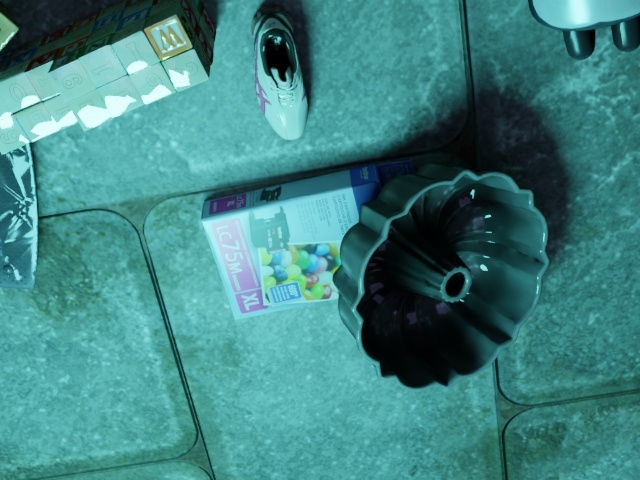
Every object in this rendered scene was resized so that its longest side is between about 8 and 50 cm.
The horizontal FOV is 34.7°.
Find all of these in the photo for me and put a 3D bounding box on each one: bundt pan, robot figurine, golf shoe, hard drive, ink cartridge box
[{"bbox_3d":[0.156,0.040,1.436,0.330,0.124,0.331,-13,116,-27],"label":"bundt pan"},{"bbox_3d":[0.321,-0.363,1.223,0.209,0.173,0.278,-28,121,-13],"label":"robot figurine"},{"bbox_3d":[-0.056,-0.209,1.346,0.067,0.086,0.186,-11,122,2],"label":"golf shoe"},{"bbox_3d":[-0.481,-0.053,1.438,0.171,0.054,0.255,4,120,-5],"label":"hard drive"},{"bbox_3d":[0.000,0.000,1.491,0.311,0.065,0.186,-13,121,3],"label":"ink cartridge box"}]

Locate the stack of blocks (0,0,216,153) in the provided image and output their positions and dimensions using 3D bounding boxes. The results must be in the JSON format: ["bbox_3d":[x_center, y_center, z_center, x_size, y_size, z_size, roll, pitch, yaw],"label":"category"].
[{"bbox_3d":[-0.285,-0.215,1.281,0.297,0.171,0.087,-21,120,10],"label":"stack of blocks"}]

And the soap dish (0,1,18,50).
[{"bbox_3d":[-0.548,-0.286,1.252,0.291,0.118,0.229,41,111,-21],"label":"soap dish"}]
